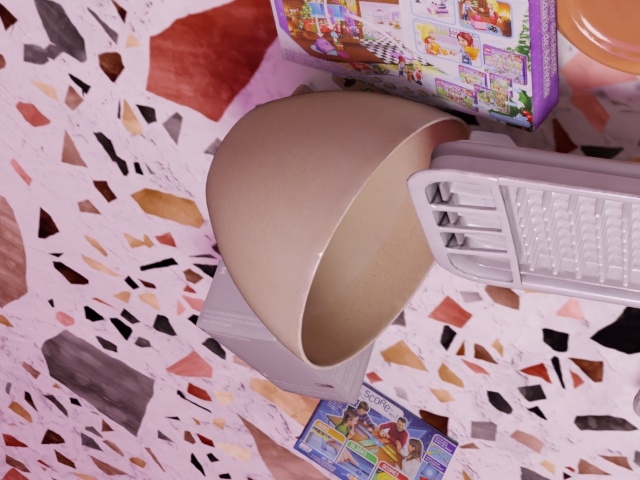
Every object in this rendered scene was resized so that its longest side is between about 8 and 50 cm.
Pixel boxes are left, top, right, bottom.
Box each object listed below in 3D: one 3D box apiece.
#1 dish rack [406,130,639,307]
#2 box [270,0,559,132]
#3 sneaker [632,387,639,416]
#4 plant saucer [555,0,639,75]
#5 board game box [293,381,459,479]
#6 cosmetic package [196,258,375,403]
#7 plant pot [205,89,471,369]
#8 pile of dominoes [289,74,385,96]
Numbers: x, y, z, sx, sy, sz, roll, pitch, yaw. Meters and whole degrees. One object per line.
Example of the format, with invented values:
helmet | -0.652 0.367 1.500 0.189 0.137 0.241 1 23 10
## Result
dish rack | 0.265 -0.017 1.188 0.333 0.072 0.285 10 160 18
box | 0.078 -0.228 1.144 0.293 0.057 0.201 21 144 29
sneaker | 0.394 0.166 1.374 0.121 0.099 0.262 2 133 42
plant saucer | 0.277 -0.217 1.058 0.200 0.037 0.200 21 143 16
board game box | 0.079 0.286 1.709 0.201 0.136 0.035 34 144 -1
cosmetic package | -0.040 0.119 1.575 0.127 0.107 0.238 6 160 33
plant pot | -0.004 -0.039 1.236 0.191 0.284 0.284 32 146 23
pile of dominoes | 0.049 -0.064 1.362 0.251 0.040 0.196 39 128 -8
